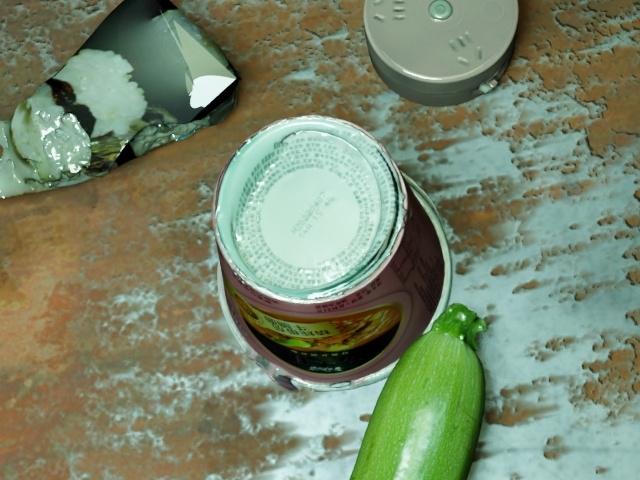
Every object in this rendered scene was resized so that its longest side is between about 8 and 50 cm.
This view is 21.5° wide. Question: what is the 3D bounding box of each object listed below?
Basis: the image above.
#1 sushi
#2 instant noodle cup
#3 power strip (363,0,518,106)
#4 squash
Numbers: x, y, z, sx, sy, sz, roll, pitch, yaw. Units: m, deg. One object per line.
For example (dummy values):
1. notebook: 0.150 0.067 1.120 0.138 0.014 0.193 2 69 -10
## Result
1. sushi: -0.205 -0.115 1.643 0.273 0.109 0.134 -39 79 9
2. instant noodle cup: 0.000 0.000 1.507 0.244 0.255 0.244 -1 77 6
3. power strip: 0.119 -0.209 1.644 0.154 0.078 0.154 -1 74 4
4. squash: 0.067 0.241 1.511 0.107 0.107 0.395 20 76 10
